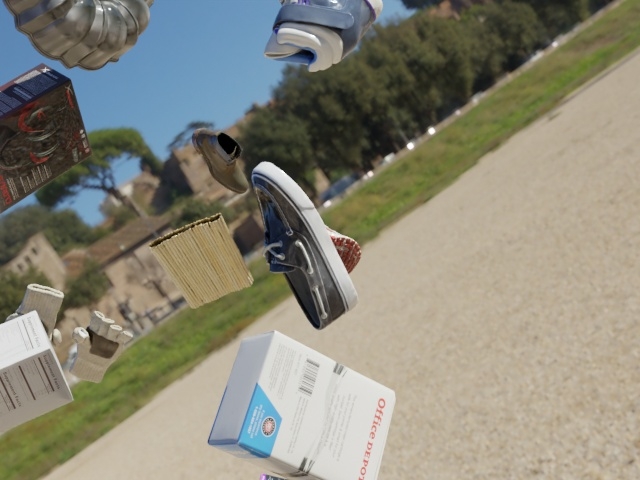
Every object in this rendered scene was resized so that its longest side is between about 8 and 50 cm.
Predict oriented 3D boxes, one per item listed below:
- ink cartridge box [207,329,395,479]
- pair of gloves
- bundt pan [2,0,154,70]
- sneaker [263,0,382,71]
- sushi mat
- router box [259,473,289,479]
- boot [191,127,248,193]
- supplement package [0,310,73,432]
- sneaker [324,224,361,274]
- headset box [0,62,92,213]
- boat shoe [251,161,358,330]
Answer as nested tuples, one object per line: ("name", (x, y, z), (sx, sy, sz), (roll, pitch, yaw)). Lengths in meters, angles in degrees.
("ink cartridge box", (-0.019, 0.224, 1.166), (0.086, 0.203, 0.148), (-20, 46, 52))
("pair of gloves", (-0.527, 0.201, 1.899), (0.204, 0.240, 0.042), (-50, 23, 33))
("bundt pan", (-0.467, -0.515, 1.847), (0.124, 0.331, 0.331), (-12, 16, 40))
("sneaker", (-0.061, -0.476, 1.823), (0.236, 0.323, 0.130), (-47, -7, -16))
("sushi mat", (-0.236, 0.049, 1.891), (0.151, 0.019, 0.316), (-23, -27, -3))
("router box", (-0.079, 0.581, 1.898), (0.046, 0.133, 0.179), (-78, 2, -77))
("boot", (-0.244, -0.206, 2.437), (0.106, 0.219, 0.082), (4, 50, 53))
("supplement package", (-0.591, 0.255, 1.653), (0.244, 0.134, 0.139), (-22, 36, -16))
("sneaker", (0.000, 0.000, 1.923), (0.088, 0.225, 0.093), (-52, 38, 0))
("headset box", (-0.666, -0.216, 2.017), (0.293, 0.110, 0.218), (-40, -36, -31))
("boat shoe", (-0.047, 0.015, 1.550), (0.102, 0.301, 0.108), (-37, 23, -24))
